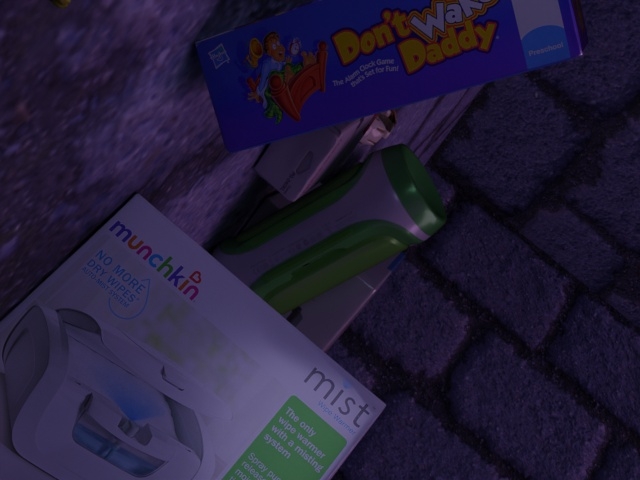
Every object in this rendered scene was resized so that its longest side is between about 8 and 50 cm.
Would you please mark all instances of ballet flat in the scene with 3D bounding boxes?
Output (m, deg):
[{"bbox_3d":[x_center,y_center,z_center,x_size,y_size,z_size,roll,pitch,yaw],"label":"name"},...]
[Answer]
[{"bbox_3d":[0.068,-0.170,1.119,0.073,0.067,0.206,-51,174,25],"label":"ballet flat"}]

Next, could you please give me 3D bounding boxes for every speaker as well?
[{"bbox_3d":[0.000,0.000,0.979,0.297,0.131,0.131,-29,-178,19],"label":"speaker"}]

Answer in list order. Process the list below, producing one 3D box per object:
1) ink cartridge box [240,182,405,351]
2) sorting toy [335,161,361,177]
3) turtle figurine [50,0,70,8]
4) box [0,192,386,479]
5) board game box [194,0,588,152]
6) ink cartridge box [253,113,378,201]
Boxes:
[{"bbox_3d":[-0.046,0.079,1.189,0.270,0.197,0.198,-52,174,23],"label":"ink cartridge box"},{"bbox_3d":[0.051,-0.117,1.498,0.083,0.045,0.075,-42,-168,42],"label":"sorting toy"},{"bbox_3d":[-0.020,-0.179,0.233,0.217,0.087,0.269,-41,-179,-18],"label":"turtle figurine"},{"bbox_3d":[-0.125,0.140,0.628,0.231,0.262,0.127,-47,174,-21],"label":"box"},{"bbox_3d":[0.087,-0.159,0.638,0.233,0.078,0.347,-12,-170,21],"label":"board game box"},{"bbox_3d":[0.002,-0.122,0.921,0.109,0.063,0.150,-53,174,33],"label":"ink cartridge box"}]
